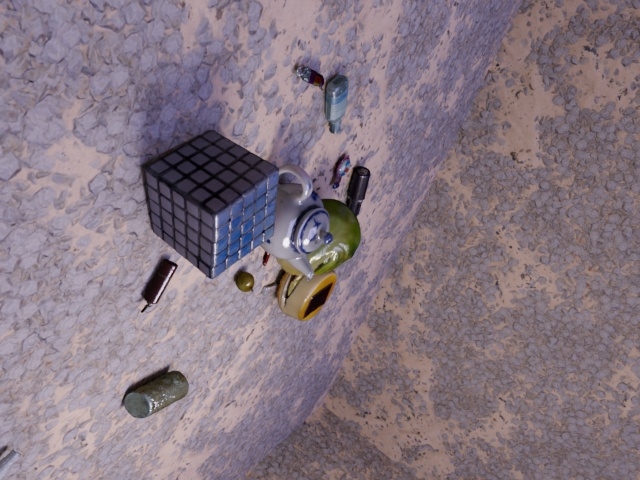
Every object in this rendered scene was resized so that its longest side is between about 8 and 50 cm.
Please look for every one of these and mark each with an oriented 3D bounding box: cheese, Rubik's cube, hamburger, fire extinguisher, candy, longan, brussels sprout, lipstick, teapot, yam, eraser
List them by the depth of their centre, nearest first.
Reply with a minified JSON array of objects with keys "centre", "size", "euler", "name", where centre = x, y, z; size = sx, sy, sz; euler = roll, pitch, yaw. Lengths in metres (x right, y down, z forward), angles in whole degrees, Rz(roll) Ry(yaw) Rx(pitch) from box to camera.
[{"centre":[-0.264,-0.095,1.332],"size":[0.237,0.238,0.237],"euler":[-40,154,-39],"name":"Rubik's cube"},{"centre":[-0.456,0.129,1.509],"size":[0.157,0.045,0.078],"euler":[-60,-179,6],"name":"fire extinguisher"},{"centre":[-0.023,-0.480,1.581],"size":[0.175,0.043,0.045],"euler":[-6,116,-63],"name":"candy"},{"centre":[-0.075,-0.053,1.725],"size":[0.252,0.279,0.424],"euler":[-36,139,-38],"name":"teapot"},{"centre":[-0.543,0.512,1.772],"size":[0.194,0.107,0.107],"euler":[-17,136,-57],"name":"yam"},{"centre":[-0.263,0.152,1.899],"size":[0.075,0.083,0.075],"euler":[-36,154,-21],"name":"longan"},{"centre":[0.000,0.000,2.003],"size":[0.344,0.268,0.344],"euler":[-45,162,-19],"name":"brussels sprout"},{"centre":[0.082,-0.271,2.112],"size":[0.095,0.038,0.145],"euler":[-24,140,-55],"name":"cheese"},{"centre":[-0.207,0.198,2.174],"size":[0.083,0.019,0.038],"euler":[-13,134,-61],"name":"eraser"},{"centre":[-0.064,0.193,2.261],"size":[0.300,0.176,0.300],"euler":[-47,158,-26],"name":"hamburger"},{"centre":[0.154,-0.188,2.328],"size":[0.081,0.081,0.300],"euler":[-38,151,-39],"name":"lipstick"}]

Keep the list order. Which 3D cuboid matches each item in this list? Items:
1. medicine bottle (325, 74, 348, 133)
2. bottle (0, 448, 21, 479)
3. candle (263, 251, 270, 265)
[{"centre":[0.052,-0.446,1.779],"size":[0.090,0.053,0.209],"euler":[-47,158,-28],"name":"medicine bottle"},{"centre":[-0.845,0.617,1.333],"size":[0.217,0.060,0.060],"euler":[-50,158,-20],"name":"bottle"},{"centre":[-0.186,0.025,1.972],"size":[0.026,0.021,0.168],"euler":[-29,146,-52],"name":"candle"}]
